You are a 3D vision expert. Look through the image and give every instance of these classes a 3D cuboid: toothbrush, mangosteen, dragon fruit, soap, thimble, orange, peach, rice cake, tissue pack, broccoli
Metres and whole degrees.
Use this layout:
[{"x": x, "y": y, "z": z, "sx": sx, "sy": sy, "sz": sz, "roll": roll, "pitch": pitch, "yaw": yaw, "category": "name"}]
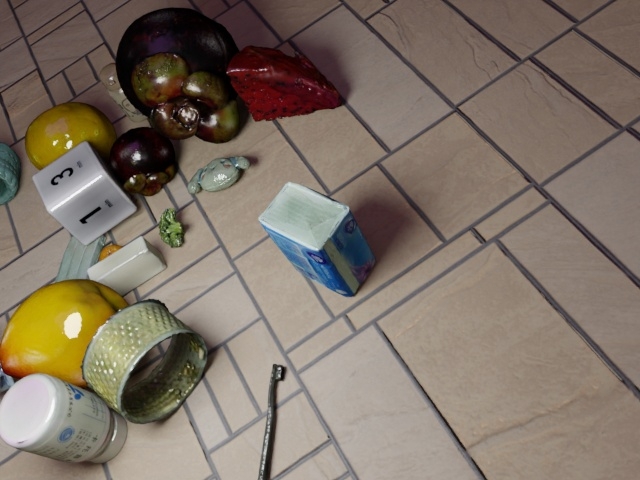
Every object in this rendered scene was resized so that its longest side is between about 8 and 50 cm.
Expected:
[{"x": -0.118, "y": 0.431, "z": 1.545, "sx": 0.031, "sy": 0.030, "sz": 0.297, "roll": 1, "pitch": 61, "yaw": 10, "category": "toothbrush"}, {"x": -0.533, "y": -0.243, "z": 2.004, "sx": 0.210, "sy": 0.210, "sz": 0.209, "roll": -9, "pitch": 58, "yaw": 15, "category": "mangosteen"}, {"x": -0.398, "y": -0.495, "z": 1.991, "sx": 0.381, "sy": 0.381, "sz": 0.421, "roll": -42, "pitch": 62, "yaw": -7, "category": "mangosteen"}, {"x": -0.091, "y": -0.456, "z": 2.003, "sx": 0.330, "sy": 0.240, "sz": 0.302, "roll": 16, "pitch": 37, "yaw": 5, "category": "dragon fruit"}, {"x": -0.538, "y": 0.080, "z": 1.852, "sx": 0.183, "sy": 0.121, "sz": 0.063, "roll": -32, "pitch": 56, "yaw": -1, "category": "soap"}, {"x": -1.105, "y": -0.210, "z": 2.194, "sx": 0.235, "sy": 0.198, "sz": 0.143, "roll": -41, "pitch": 49, "yaw": 35, "category": "thimble"}, {"x": -0.784, "y": -0.304, "z": 2.091, "sx": 0.279, "sy": 0.279, "sz": 0.235, "roll": -23, "pitch": 89, "yaw": 6, "category": "orange"}, {"x": -0.639, "y": 0.243, "z": 1.685, "sx": 0.308, "sy": 0.289, "sz": 0.289, "roll": -35, "pitch": 55, "yaw": 3, "category": "peach"}, {"x": -0.602, "y": 0.050, "z": 1.924, "sx": 0.083, "sy": 0.070, "sz": 0.083, "roll": -7, "pitch": 60, "yaw": 11, "category": "orange"}, {"x": -0.719, "y": 0.080, "z": 1.969, "sx": 0.124, "sy": 0.038, "sz": 0.211, "roll": -6, "pitch": 60, "yaw": 17, "category": "rice cake"}, {"x": -0.416, "y": 0.291, "z": 1.596, "sx": 0.150, "sy": 0.271, "sz": 0.271, "roll": 30, "pitch": 74, "yaw": 30, "category": "thimble"}, {"x": 0.000, "y": 0.000, "z": 1.612, "sx": 0.198, "sy": 0.263, "sz": 0.146, "roll": 27, "pitch": 72, "yaw": 31, "category": "tissue pack"}, {"x": -0.421, "y": -0.038, "z": 1.899, "sx": 0.092, "sy": 0.095, "sz": 0.097, "roll": -7, "pitch": 50, "yaw": 31, "category": "broccoli"}]

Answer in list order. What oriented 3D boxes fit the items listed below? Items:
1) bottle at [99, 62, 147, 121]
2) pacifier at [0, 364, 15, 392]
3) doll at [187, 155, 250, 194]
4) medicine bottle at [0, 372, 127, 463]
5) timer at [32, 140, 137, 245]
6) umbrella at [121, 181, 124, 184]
[{"x": -0.639, "y": -0.493, "z": 2.173, "sx": 0.097, "sy": 0.209, "sz": 0.110, "roll": -17, "pitch": 56, "yaw": 10, "category": "bottle"}, {"x": -0.821, "y": 0.299, "z": 1.794, "sx": 0.233, "sy": 0.244, "sz": 0.299, "roll": -24, "pitch": 51, "yaw": -32, "category": "pacifier"}, {"x": -0.299, "y": -0.196, "z": 1.958, "sx": 0.214, "sy": 0.071, "sz": 0.103, "roll": -23, "pitch": 43, "yaw": 17, "category": "doll"}, {"x": -0.597, "y": 0.431, "z": 1.563, "sx": 0.170, "sy": 0.293, "sz": 0.170, "roll": -9, "pitch": 60, "yaw": 16, "category": "medicine bottle"}, {"x": -0.693, "y": -0.139, "z": 1.953, "sx": 0.195, "sy": 0.194, "sz": 0.192, "roll": -37, "pitch": 53, "yaw": -5, "category": "timer"}, {"x": -0.642, "y": -0.194, "z": 2.105, "sx": 0.133, "sy": 0.031, "sz": 0.036, "roll": 2, "pitch": 82, "yaw": 19, "category": "umbrella"}]
